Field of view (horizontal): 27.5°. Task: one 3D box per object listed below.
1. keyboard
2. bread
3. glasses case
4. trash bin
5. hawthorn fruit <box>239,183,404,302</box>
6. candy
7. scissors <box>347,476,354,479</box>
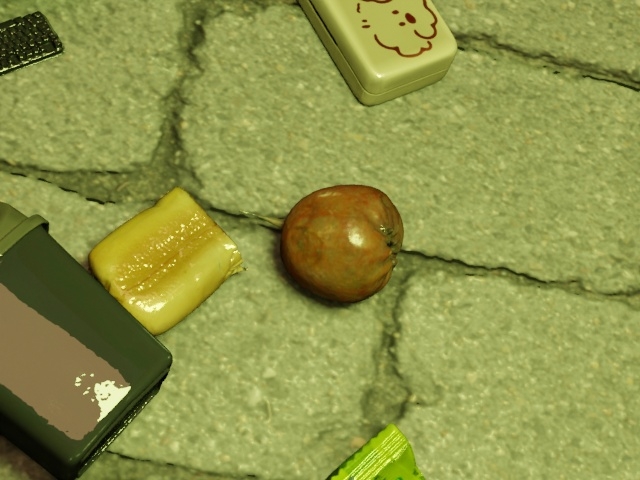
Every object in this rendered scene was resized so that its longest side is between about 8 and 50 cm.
[{"bbox_3d":[-0.442,-0.229,1.650,0.231,0.023,0.072,-25,70,-21],"label":"keyboard"},{"bbox_3d":[-0.184,0.030,1.541,0.173,0.085,0.134,-38,80,-26],"label":"bread"},{"bbox_3d":[0.044,-0.348,1.771,0.144,0.076,0.336,-24,71,-20],"label":"glasses case"},{"bbox_3d":[-0.323,0.107,1.429,0.290,0.182,0.209,40,64,3],"label":"trash bin"},{"bbox_3d":[0.018,-0.002,1.584,0.189,0.149,0.149,18,53,44],"label":"hawthorn fruit"},{"bbox_3d":[0.114,0.332,1.465,0.149,0.069,0.246,-41,77,-22],"label":"candy"},{"bbox_3d":[-0.033,0.362,1.397,0.017,0.144,0.248,43,54,-24],"label":"scissors"}]
